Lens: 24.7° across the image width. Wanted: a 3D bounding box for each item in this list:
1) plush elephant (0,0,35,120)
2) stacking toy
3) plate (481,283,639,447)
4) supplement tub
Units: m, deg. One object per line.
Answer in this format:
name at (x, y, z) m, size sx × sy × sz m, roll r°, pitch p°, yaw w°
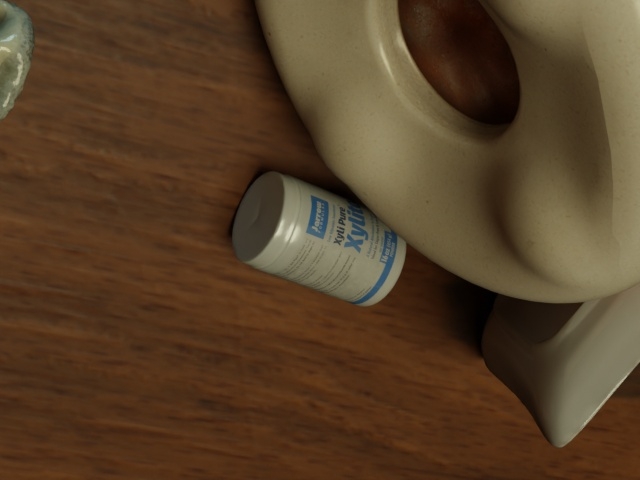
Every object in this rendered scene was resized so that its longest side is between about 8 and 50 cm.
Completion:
plush elephant at (-0.264, -0.173, 0.732) m, size 0.255 × 0.272 × 0.330 m, roll -14°, pitch 146°, yaw -3°
stacking toy at (0.223, -0.212, 0.950) m, size 0.480 × 0.351 × 0.350 m, roll -34°, pitch 123°, yaw -28°
plate at (0.212, -0.004, 1.019) m, size 0.045 × 0.278 × 0.277 m, roll 39°, pitch 93°, yaw -8°
supplement tub at (0.000, 0.000, 1.027) m, size 0.107 × 0.071 × 0.071 m, roll 21°, pitch 102°, yaw -31°
